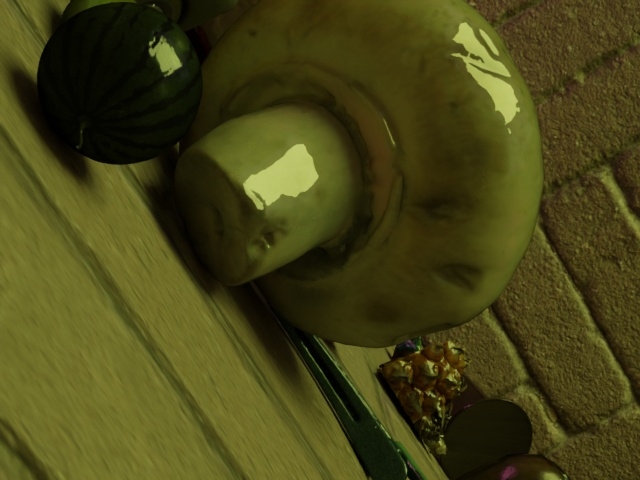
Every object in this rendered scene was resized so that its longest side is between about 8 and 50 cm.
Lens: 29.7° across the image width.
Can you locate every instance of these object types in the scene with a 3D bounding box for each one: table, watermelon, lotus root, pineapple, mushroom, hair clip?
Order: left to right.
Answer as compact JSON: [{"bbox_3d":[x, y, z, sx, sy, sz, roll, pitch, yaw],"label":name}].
[{"bbox_3d":[-0.131,-0.094,0.766,0.105,0.105,0.133,57,28,-22],"label":"watermelon"},{"bbox_3d":[0.010,-0.065,1.119,0.353,0.353,0.325,57,-16,-23],"label":"mushroom"},{"bbox_3d":[0.013,0.148,1.213,0.229,0.039,0.070,55,4,3],"label":"hair clip"},{"bbox_3d":[0.189,0.243,1.910,0.164,0.140,0.250,62,2,22],"label":"pineapple"},{"bbox_3d":[0.242,0.302,2.099,0.167,0.167,0.226,57,-4,-25],"label":"table"},{"bbox_3d":[0.318,0.436,1.834,0.272,0.192,0.272,52,1,-2],"label":"lotus root"}]

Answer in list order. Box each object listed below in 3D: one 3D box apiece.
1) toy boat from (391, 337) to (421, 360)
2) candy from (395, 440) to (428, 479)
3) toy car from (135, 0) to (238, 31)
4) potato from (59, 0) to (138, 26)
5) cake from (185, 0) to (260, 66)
[{"bbox_3d":[0.229,0.288,2.333,0.293,0.099,0.108,48,10,-33],"label":"toy boat"},{"bbox_3d":[0.137,0.298,1.261,0.119,0.119,0.440,58,-2,-18],"label":"candy"},{"bbox_3d":[-0.183,-0.364,1.158,0.242,0.226,0.336,61,3,26],"label":"toy car"},{"bbox_3d":[-0.176,-0.162,1.010,0.119,0.054,0.198,62,8,-18],"label":"potato"},{"bbox_3d":[-0.067,-0.288,1.699,0.237,0.230,0.309,49,-9,38],"label":"cake"}]
